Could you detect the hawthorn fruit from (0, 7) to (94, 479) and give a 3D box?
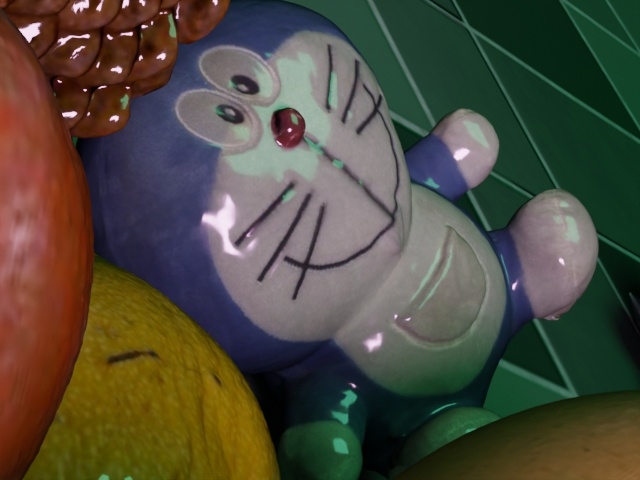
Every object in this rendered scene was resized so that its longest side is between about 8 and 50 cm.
[{"bbox_3d":[-0.163,0.038,0.533,0.199,0.199,0.251,26,55,-44],"label":"hawthorn fruit"}]

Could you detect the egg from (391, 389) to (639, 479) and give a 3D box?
[{"bbox_3d":[0.113,0.181,0.693,0.322,0.250,0.250,3,48,-50],"label":"egg"}]

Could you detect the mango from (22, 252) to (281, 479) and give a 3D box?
[{"bbox_3d":[-0.083,0.074,0.696,0.157,0.109,0.262,32,25,-27],"label":"mango"}]

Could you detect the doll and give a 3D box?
[{"bbox_3d":[0.000,0.000,0.901,0.258,0.154,0.228,47,56,-32],"label":"doll"}]

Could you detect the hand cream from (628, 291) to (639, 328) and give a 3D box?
[{"bbox_3d":[0.339,0.118,1.517,0.248,0.052,0.075,25,8,-34],"label":"hand cream"}]

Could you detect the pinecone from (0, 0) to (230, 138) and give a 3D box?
[{"bbox_3d":[-0.152,-0.161,0.810,0.246,0.246,0.292,39,10,-22],"label":"pinecone"}]
